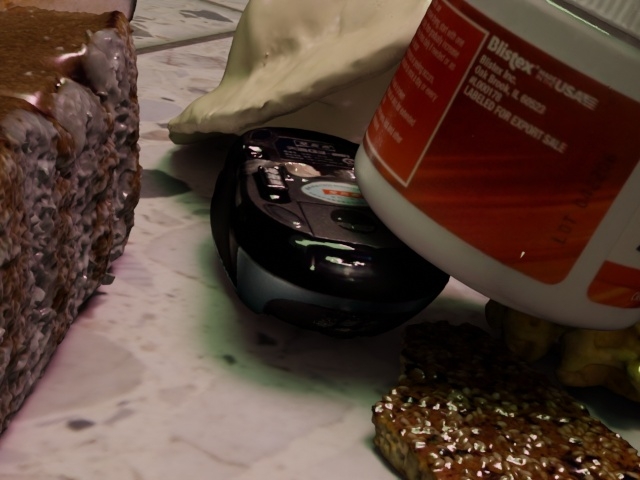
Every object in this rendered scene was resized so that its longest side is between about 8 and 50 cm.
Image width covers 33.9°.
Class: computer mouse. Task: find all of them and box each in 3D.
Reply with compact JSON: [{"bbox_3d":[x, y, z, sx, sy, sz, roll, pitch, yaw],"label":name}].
[{"bbox_3d":[0.000,0.000,0.688,0.137,0.096,0.233,13,20,-14],"label":"computer mouse"}]

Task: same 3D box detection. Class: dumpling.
[{"bbox_3d":[0.013,-0.159,0.911,0.315,0.233,0.395,-17,9,16],"label":"dumpling"}]

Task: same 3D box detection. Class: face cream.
[{"bbox_3d":[0.143,-0.074,0.609,0.201,0.187,0.201,23,22,-10],"label":"face cream"}]

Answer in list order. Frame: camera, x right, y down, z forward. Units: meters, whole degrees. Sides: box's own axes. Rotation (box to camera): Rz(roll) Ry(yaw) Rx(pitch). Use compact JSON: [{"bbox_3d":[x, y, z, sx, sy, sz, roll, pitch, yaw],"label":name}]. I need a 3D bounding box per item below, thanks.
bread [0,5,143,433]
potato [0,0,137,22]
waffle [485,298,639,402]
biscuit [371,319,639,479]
[{"bbox_3d":[-0.183,0.000,0.526,0.113,0.165,0.416,5,24,2],"label":"bread"},{"bbox_3d":[-0.324,-0.232,0.896,0.196,0.246,0.299,35,29,29],"label":"potato"},{"bbox_3d":[0.209,0.051,0.704,0.211,0.055,0.160,-3,26,-30],"label":"waffle"},{"bbox_3d":[0.097,0.107,0.567,0.131,0.026,0.237,-2,27,-31],"label":"biscuit"}]
